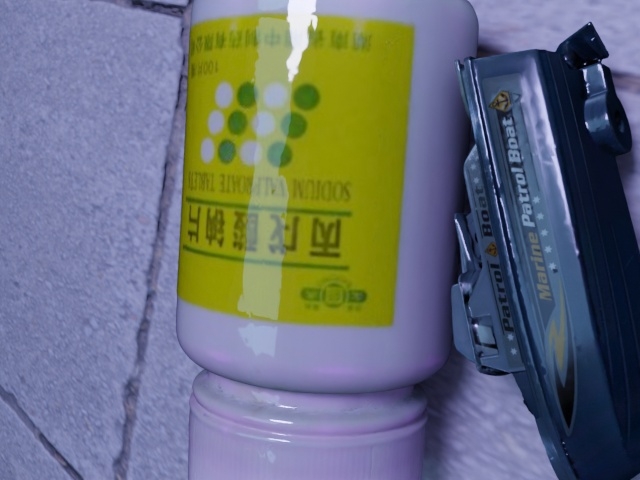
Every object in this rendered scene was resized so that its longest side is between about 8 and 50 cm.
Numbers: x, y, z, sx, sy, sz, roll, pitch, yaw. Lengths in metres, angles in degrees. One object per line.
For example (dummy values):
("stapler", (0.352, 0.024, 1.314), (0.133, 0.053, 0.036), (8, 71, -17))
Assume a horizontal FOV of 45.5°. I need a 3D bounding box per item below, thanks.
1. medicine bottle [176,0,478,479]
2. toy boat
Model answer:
("medicine bottle", (0.000, 0.000, 0.581), (0.213, 0.213, 0.378), (9, 98, 45))
("toy boat", (0.150, 0.023, 0.496), (0.122, 0.114, 0.296), (-13, 82, 38))
